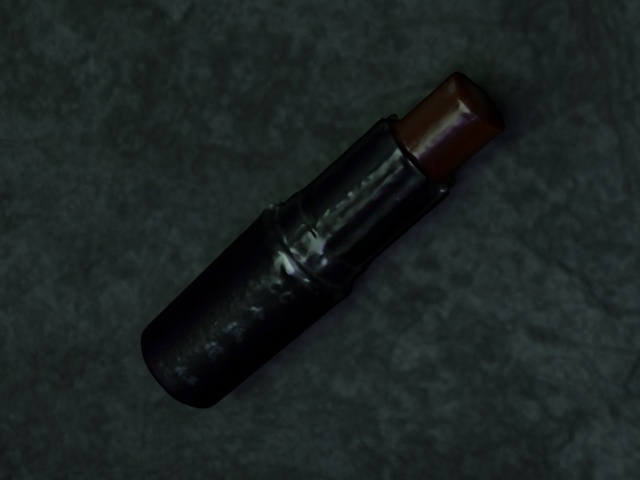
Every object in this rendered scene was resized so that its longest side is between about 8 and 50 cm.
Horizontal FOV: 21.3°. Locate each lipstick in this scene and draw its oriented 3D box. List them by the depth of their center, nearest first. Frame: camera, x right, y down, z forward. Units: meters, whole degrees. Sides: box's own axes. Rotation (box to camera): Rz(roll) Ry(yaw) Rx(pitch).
[{"bbox_3d":[0.000,0.000,1.117,0.300,0.081,0.081,-43,77,22],"label":"lipstick"}]
